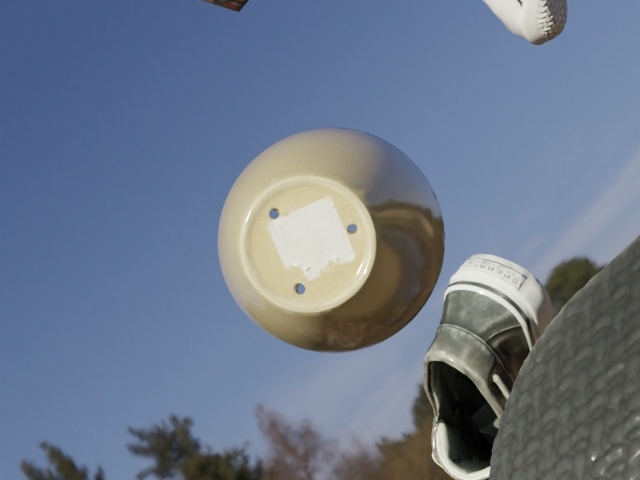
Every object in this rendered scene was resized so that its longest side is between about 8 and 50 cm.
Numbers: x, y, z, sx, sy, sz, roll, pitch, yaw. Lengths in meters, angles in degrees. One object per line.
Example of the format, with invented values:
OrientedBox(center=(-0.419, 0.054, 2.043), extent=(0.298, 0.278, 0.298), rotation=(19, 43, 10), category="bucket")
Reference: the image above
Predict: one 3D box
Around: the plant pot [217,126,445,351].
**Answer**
OrientedBox(center=(0.000, 0.000, 1.278), extent=(0.256, 0.256, 0.274), rotation=(-38, -3, 4), category="plant pot")

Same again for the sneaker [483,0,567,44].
OrientedBox(center=(0.092, -0.323, 1.322), extent=(0.210, 0.366, 0.137), rotation=(-38, -5, 31), category="sneaker")

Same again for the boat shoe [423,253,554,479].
OrientedBox(center=(0.139, 0.153, 1.056), extent=(0.119, 0.121, 0.335), rotation=(-50, -39, -26), category="boat shoe")

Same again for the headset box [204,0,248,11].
OrientedBox(center=(-0.112, -0.325, 1.562), extent=(0.062, 0.032, 0.083), rotation=(12, -41, -39), category="headset box")

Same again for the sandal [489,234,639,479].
OrientedBox(center=(0.285, 0.026, 0.792), extent=(0.446, 0.107, 0.167), rotation=(-50, 27, 6), category="sandal")
